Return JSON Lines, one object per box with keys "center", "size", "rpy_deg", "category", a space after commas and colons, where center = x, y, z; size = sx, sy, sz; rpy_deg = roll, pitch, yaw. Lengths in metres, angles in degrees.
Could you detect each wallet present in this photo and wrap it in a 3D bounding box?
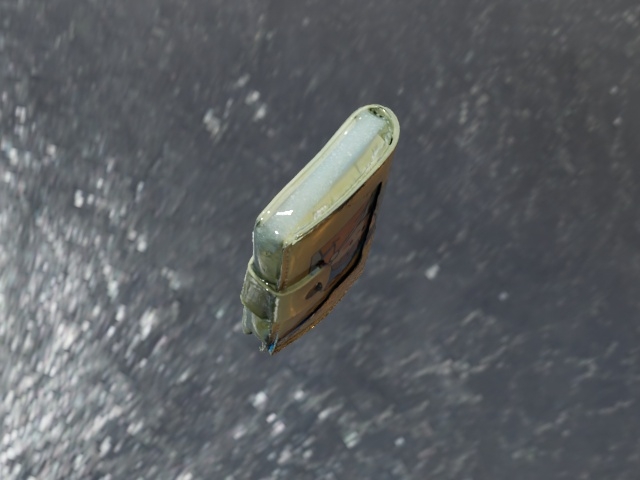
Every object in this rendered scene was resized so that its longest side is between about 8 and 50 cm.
{"center": [0.000, 0.000, 1.131], "size": [0.039, 0.155, 0.110], "rpy_deg": [37, 65, 13], "category": "wallet"}
